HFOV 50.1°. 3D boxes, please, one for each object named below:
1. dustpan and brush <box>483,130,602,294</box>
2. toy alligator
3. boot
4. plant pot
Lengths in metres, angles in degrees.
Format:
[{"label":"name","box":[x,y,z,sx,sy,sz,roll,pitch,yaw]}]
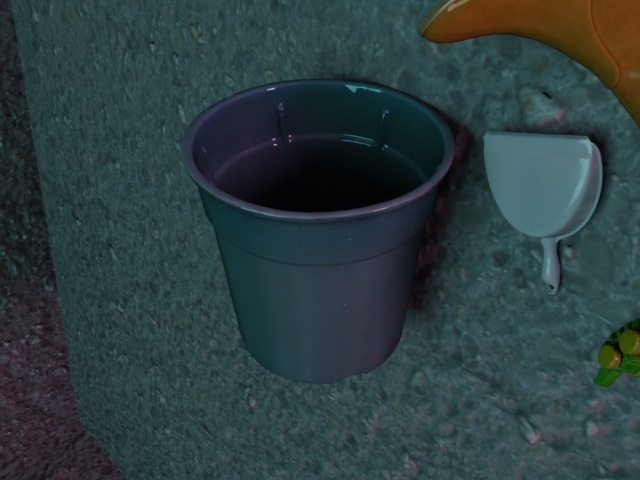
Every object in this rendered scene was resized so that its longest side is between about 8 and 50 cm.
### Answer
[{"label":"dustpan and brush","box":[0.272,-0.028,0.833,0.147,0.060,0.211,14,112,47]},{"label":"toy alligator","box":[0.375,0.107,0.782,0.189,0.056,0.051,122,156,-47]},{"label":"boot","box":[0.259,-0.178,0.626,0.295,0.104,0.211,-23,94,13]},{"label":"plant pot","box":[0.000,0.000,0.960,0.341,0.341,0.334,32,139,35]}]
